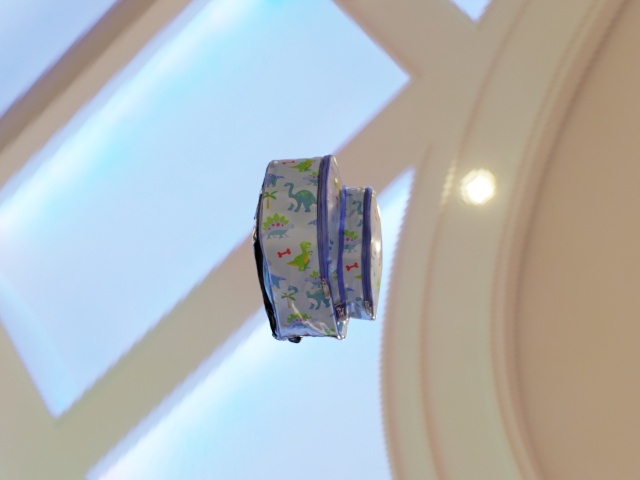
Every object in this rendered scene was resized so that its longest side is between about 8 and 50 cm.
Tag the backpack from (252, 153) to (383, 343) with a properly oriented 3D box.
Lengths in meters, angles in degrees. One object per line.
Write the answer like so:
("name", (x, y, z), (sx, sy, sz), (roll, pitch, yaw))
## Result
("backpack", (0.000, 0.000, 0.954), (0.084, 0.114, 0.105), (-5, -135, 9))
